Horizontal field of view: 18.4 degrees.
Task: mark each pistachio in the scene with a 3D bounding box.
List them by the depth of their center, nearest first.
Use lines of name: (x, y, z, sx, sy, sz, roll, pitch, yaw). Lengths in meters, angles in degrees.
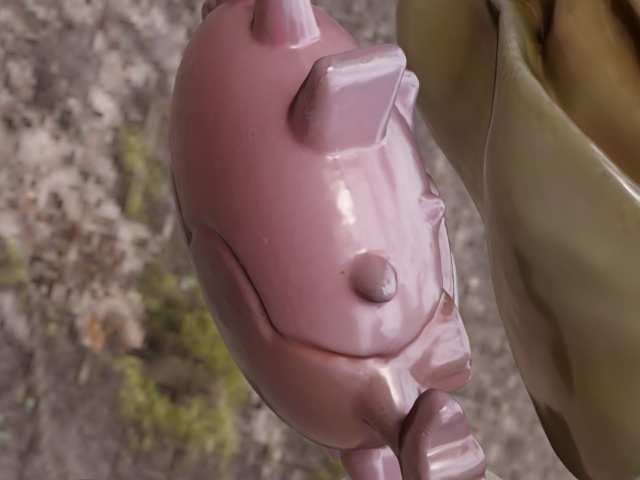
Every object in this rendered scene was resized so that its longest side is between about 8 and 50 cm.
pistachio: (0.205, -0.016, 1.108, 0.281, 0.445, 0.365, -38, 144, 4)

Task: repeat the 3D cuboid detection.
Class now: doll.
doll: (0.000, 0.000, 0.717, 0.262, 0.093, 0.211, -120, -162, -46)

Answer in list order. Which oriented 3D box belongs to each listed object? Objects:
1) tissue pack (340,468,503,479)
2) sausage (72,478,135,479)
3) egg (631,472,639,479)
tissue pack: (0.055, 0.309, 1.585, 0.311, 0.228, 0.128, -31, 141, -31)
sausage: (-0.135, 0.188, 1.272, 0.076, 0.141, 0.076, 3, 85, -35)
egg: (0.236, 0.230, 0.674, 0.276, 0.389, 0.276, -33, 169, -7)
